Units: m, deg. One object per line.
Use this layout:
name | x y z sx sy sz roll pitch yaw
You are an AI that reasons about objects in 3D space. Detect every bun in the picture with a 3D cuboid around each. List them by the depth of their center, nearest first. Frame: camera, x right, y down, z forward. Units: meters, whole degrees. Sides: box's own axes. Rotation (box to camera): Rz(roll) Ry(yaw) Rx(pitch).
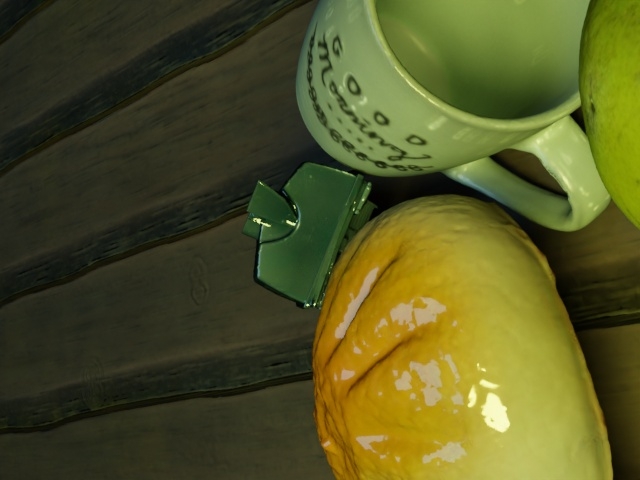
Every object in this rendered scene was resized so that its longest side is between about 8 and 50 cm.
bun | 0.078 0.119 1.361 0.299 0.164 0.299 166 90 -79

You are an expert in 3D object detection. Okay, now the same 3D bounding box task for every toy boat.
toy boat | 0.003 0.001 1.571 0.296 0.122 0.114 67 -134 -88

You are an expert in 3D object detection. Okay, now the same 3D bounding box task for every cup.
cup | 0.101 -0.107 1.388 0.258 0.186 0.234 54 157 1

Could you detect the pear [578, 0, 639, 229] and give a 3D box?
pear | 0.248 -0.080 1.046 0.269 0.212 0.212 61 143 28
